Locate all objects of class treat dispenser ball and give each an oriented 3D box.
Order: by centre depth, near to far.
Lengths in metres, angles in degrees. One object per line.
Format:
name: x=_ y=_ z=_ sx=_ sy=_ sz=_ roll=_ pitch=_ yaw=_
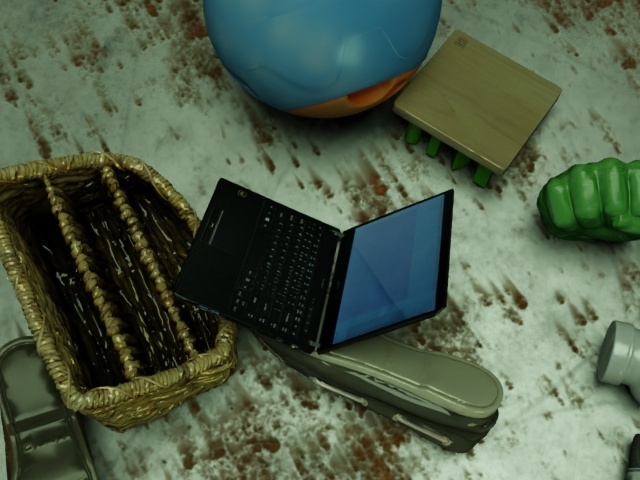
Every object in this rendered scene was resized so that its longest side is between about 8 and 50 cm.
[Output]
treat dispenser ball: x=0.003 y=-0.292 z=1.207 sx=0.288 sy=0.288 sz=0.288 roll=-1 pitch=72 yaw=2

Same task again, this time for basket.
basket: x=-0.222 y=0.042 z=1.145 sx=0.214 sy=0.223 sz=0.299 roll=-25 pitch=72 yaw=-6

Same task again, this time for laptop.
laptop: x=0.000 y=0.000 z=1.135 sx=0.264 sy=0.136 sz=0.234 roll=24 pitch=36 yaw=-7

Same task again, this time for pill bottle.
pill bottle: x=0.420 y=0.150 z=1.147 sx=0.184 sy=0.103 sz=0.103 roll=15 pitch=74 yaw=7

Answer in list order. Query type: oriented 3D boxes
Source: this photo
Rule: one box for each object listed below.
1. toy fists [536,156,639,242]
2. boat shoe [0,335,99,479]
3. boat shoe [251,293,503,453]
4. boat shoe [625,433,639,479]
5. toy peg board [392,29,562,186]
toy fists: x=0.400 y=-0.039 z=1.188 sx=0.279 sy=0.142 sz=0.096 roll=5 pitch=73 yaw=4
boat shoe: x=-0.304 y=0.265 z=1.143 sx=0.111 sy=0.104 sz=0.307 roll=-7 pitch=70 yaw=-9
boat shoe: x=0.044 y=0.150 z=1.160 sx=0.335 sy=0.095 sz=0.112 roll=24 pitch=35 yaw=10
boat shoe: x=0.464 y=0.255 z=1.131 sx=0.229 sy=0.080 sz=0.076 roll=2 pitch=74 yaw=11
toy peg board: x=0.194 y=-0.161 z=1.280 sx=0.161 sy=0.079 sz=0.160 roll=33 pitch=61 yaw=11
